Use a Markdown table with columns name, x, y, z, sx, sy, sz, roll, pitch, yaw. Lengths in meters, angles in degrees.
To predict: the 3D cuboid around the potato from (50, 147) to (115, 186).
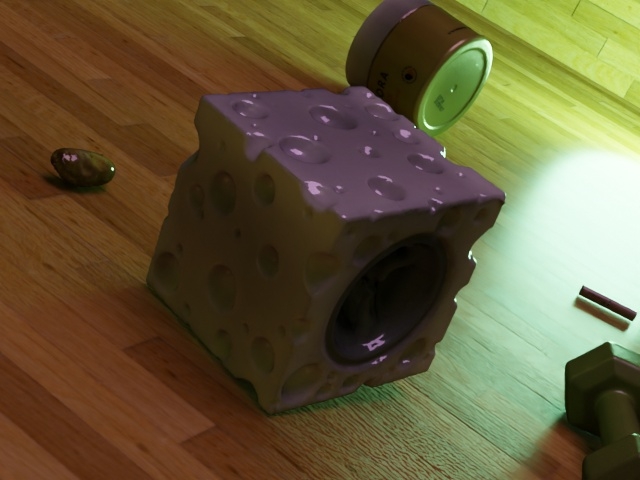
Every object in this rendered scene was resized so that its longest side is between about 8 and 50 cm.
| name | x | y | z | sx | sy | sz | roll | pitch | yaw |
| --- | --- | --- | --- | --- | --- | --- | --- | --- | --- |
| potato | -0.283 | -0.085 | 1.497 | 0.045 | 0.047 | 0.092 | -2 | -8 | 34 |

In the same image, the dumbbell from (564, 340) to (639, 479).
| name | x | y | z | sx | sy | sz | roll | pitch | yaw |
| --- | --- | --- | --- | --- | --- | --- | --- | --- | --- |
| dumbbell | 0.340 | 0.224 | 1.418 | 0.108 | 0.121 | 0.302 | -2 | 20 | 7 |

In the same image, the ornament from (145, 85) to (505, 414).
| name | x | y | z | sx | sy | sz | roll | pitch | yaw |
| --- | --- | --- | --- | --- | --- | --- | --- | --- | --- |
| ornament | 0.000 | 0.000 | 1.320 | 0.239 | 0.240 | 0.239 | -10 | 40 | -43 |

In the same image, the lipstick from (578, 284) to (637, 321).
| name | x | y | z | sx | sy | sz | roll | pitch | yaw |
| --- | --- | --- | --- | --- | --- | --- | --- | --- | --- |
| lipstick | 0.446 | 0.097 | 1.945 | 0.094 | 0.019 | 0.019 | 26 | 22 | 1 |

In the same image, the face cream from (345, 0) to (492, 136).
| name | x | y | z | sx | sy | sz | roll | pitch | yaw |
| --- | --- | --- | --- | --- | --- | --- | --- | --- | --- |
| face cream | 0.184 | -0.327 | 2.335 | 0.179 | 0.218 | 0.218 | 39 | 25 | 26 |
